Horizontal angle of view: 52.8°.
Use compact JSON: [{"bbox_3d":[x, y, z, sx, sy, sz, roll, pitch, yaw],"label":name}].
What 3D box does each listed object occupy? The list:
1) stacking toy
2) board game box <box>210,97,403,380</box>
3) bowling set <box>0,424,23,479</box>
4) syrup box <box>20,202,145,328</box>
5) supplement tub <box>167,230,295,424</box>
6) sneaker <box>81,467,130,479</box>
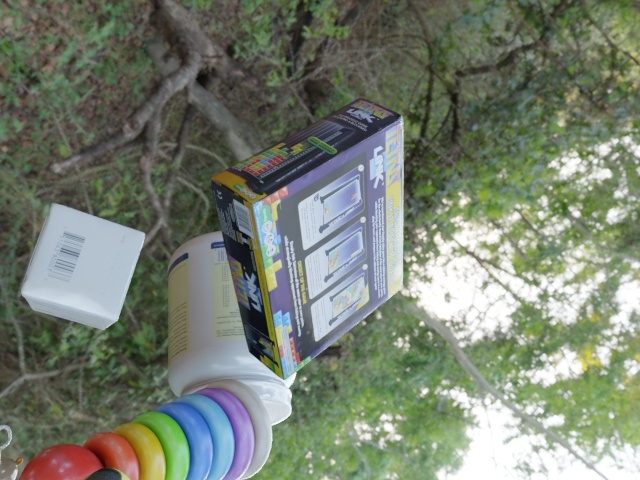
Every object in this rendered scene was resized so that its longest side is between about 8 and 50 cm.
[{"bbox_3d":[-0.207,0.268,0.792,0.141,0.141,0.330,-44,158,24],"label":"stacking toy"},{"bbox_3d":[0.000,0.000,0.484,0.141,0.048,0.170,-34,137,-31],"label":"board game box"},{"bbox_3d":[-0.494,0.291,0.696,0.199,0.154,0.287,2,-156,30],"label":"bowling set"},{"bbox_3d":[-0.266,0.039,0.719,0.237,0.096,0.093,-22,-129,66],"label":"syrup box"},{"bbox_3d":[-0.168,0.172,1.208,0.235,0.235,0.325,-42,-135,43],"label":"supplement tub"},{"bbox_3d":[-0.183,0.281,0.581,0.094,0.081,0.209,-44,145,-62],"label":"sneaker"}]
